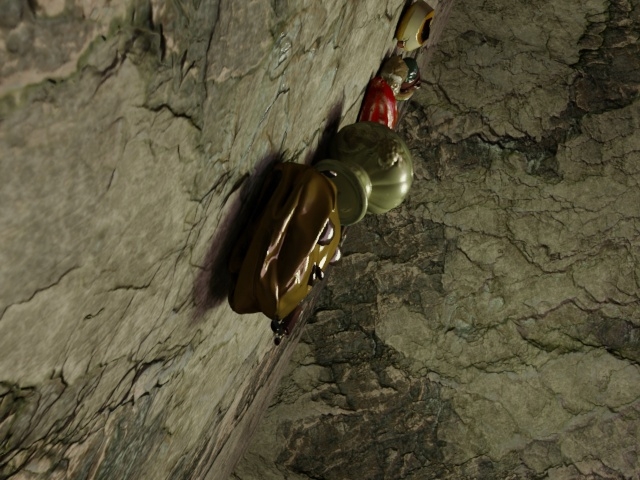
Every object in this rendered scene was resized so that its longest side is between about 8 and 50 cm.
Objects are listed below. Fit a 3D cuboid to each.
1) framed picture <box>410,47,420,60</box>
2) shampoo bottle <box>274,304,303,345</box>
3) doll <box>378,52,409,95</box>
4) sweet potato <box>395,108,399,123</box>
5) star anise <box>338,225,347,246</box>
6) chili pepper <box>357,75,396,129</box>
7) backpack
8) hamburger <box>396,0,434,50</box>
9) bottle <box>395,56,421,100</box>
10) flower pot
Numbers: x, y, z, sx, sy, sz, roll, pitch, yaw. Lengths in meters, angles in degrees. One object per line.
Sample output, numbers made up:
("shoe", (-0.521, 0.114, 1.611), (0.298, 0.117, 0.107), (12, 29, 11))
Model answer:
("framed picture", (0.516, -1.010, 2.554), (0.213, 0.016, 0.289), (64, 51, -80))
("shampoo bottle", (-0.161, 0.412, 2.192), (0.236, 0.067, 0.068), (-55, 148, -48))
("doll", (0.284, -0.648, 1.737), (0.221, 0.105, 0.115), (-60, 164, -23))
("sweet potato", (0.310, -0.584, 2.068), (0.359, 0.112, 0.112), (87, 28, -70))
("star anise", (0.082, -0.077, 2.067), (0.197, 0.073, 0.212), (77, 7, -61))
("chili pepper", (0.222, -0.491, 1.685), (0.136, 0.144, 0.253), (-21, 145, -21))
("backpack", (-0.070, 0.018, 1.041), (0.353, 0.201, 0.378), (64, 48, -75))
("hamburger", (0.359, -0.823, 1.717), (0.210, 0.116, 0.173), (-53, 158, -43))
("bottle", (0.364, -0.700, 1.943), (0.143, 0.156, 0.271), (-61, 177, 2))
("flower pot", (0.116, -0.197, 1.382), (0.244, 0.307, 0.307), (-42, 159, -37))
